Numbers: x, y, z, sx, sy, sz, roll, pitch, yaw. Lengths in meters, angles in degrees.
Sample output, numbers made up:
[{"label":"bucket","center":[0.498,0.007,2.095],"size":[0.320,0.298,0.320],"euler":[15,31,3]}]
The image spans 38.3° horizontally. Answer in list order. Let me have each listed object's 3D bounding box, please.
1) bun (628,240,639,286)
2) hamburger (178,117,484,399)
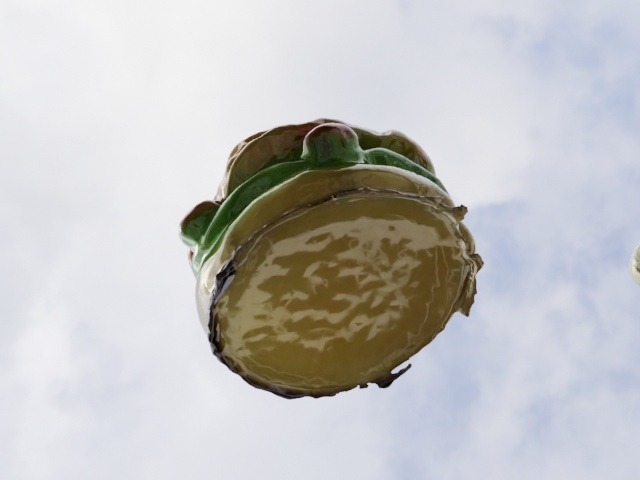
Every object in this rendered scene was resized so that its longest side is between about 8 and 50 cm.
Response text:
[{"label":"bun","center":[0.364,0.023,0.946],"size":[0.086,0.086,0.055],"euler":[-23,-148,-4]},{"label":"hamburger","center":[0.000,0.000,0.732],"size":[0.237,0.237,0.149],"euler":[-20,-136,-2]}]
